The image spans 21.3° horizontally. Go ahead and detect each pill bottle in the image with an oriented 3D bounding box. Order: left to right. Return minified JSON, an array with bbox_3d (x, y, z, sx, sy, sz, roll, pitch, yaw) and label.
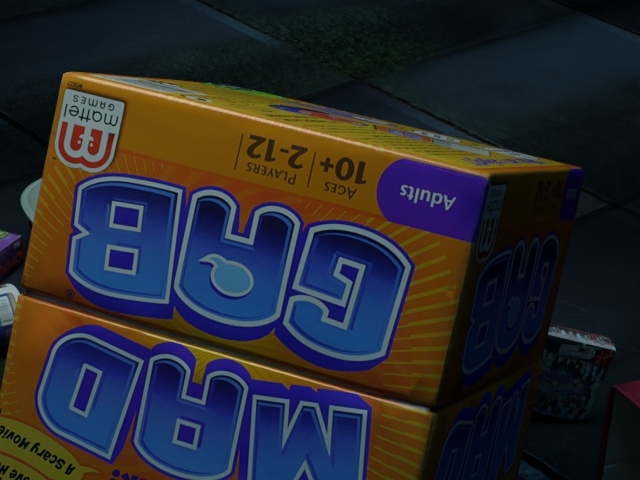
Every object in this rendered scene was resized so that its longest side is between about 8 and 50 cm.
[{"bbox_3d":[-0.376,0.090,1.801,0.120,0.067,0.067,-13,32,-28],"label":"pill bottle"}]

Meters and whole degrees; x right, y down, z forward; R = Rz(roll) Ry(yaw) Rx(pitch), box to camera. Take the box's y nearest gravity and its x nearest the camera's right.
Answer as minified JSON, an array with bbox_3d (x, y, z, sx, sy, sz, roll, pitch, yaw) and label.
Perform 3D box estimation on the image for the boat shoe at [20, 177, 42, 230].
[{"bbox_3d":[-0.259,0.024,1.908,0.114,0.091,0.302,-21,34,-3],"label":"boat shoe"}]

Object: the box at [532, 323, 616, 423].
[{"bbox_3d":[0.219,0.128,1.730,0.137,0.094,0.027,13,27,-8],"label":"box"}]

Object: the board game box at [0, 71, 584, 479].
[{"bbox_3d":[-0.016,0.071,1.452,0.356,0.356,0.356,14,8,19],"label":"board game box"}]

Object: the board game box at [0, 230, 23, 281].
[{"bbox_3d":[-0.543,0.014,1.951,0.347,0.056,0.208,14,34,20],"label":"board game box"}]

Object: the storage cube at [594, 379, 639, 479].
[{"bbox_3d":[0.372,0.227,1.495,0.193,0.184,0.215,-9,30,-23],"label":"storage cube"}]
